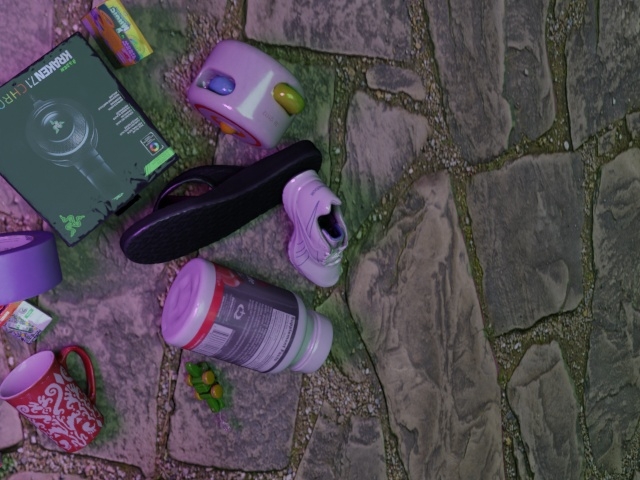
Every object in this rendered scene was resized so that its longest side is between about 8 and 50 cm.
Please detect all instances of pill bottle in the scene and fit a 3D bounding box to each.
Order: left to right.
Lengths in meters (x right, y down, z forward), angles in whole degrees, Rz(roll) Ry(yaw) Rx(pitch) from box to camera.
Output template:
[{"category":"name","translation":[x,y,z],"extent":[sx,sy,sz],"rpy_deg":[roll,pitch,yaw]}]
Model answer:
[{"category":"pill bottle","translation":[-0.138,0.165,1.309],"extent":[0.319,0.176,0.176],"rpy_deg":[24,89,-29]}]

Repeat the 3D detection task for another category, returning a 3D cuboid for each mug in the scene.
[{"category":"mug","translation":[-0.471,0.290,1.202],"extent":[0.150,0.113,0.169],"rpy_deg":[-37,118,-14]}]

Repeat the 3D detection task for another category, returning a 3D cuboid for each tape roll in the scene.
[{"category":"tape roll","translation":[-0.530,0.044,1.073],"extent":[0.189,0.189,0.080],"rpy_deg":[-13,105,-25]}]

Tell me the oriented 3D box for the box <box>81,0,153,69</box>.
[{"category":"box","translation":[-0.341,-0.346,1.095],"extent":[0.043,0.179,0.105],"rpy_deg":[-39,116,-15]}]

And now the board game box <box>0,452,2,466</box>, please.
[{"category":"board game box","translation":[-0.738,0.381,1.112],"extent":[0.305,0.053,0.193],"rpy_deg":[43,80,-28]}]

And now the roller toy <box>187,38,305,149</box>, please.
[{"category":"roller toy","translation":[-0.140,-0.261,1.213],"extent":[0.191,0.209,0.146],"rpy_deg":[31,86,-13]}]

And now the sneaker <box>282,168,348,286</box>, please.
[{"category":"sneaker","translation":[0.000,0.000,1.348],"extent":[0.111,0.129,0.297],"rpy_deg":[-33,137,-19]}]

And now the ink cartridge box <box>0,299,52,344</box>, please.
[{"category":"ink cartridge box","translation":[-0.549,0.131,1.172],"extent":[0.115,0.029,0.062],"rpy_deg":[42,80,-28]}]

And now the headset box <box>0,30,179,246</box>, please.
[{"category":"headset box","translation":[-0.422,-0.163,1.119],"extent":[0.246,0.131,0.283],"rpy_deg":[-42,117,-13]}]

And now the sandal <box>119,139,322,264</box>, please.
[{"category":"sandal","translation":[-0.195,-0.086,1.263],"extent":[0.446,0.167,0.107],"rpy_deg":[-30,68,-31]}]

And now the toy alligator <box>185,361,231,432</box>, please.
[{"category":"toy alligator","translation":[-0.226,0.316,1.370],"extent":[0.189,0.056,0.051],"rpy_deg":[64,30,-22]}]
